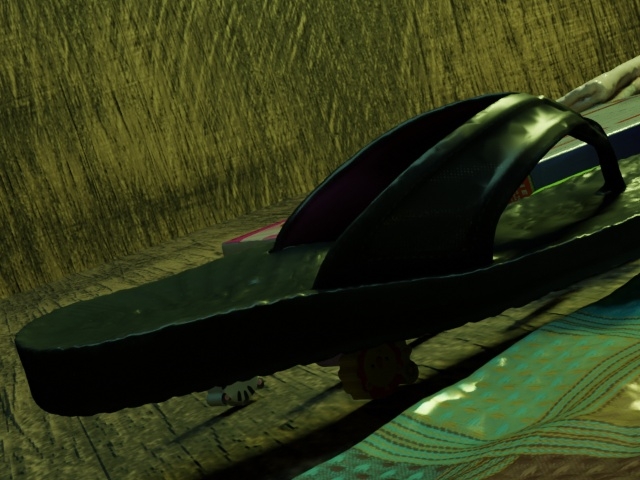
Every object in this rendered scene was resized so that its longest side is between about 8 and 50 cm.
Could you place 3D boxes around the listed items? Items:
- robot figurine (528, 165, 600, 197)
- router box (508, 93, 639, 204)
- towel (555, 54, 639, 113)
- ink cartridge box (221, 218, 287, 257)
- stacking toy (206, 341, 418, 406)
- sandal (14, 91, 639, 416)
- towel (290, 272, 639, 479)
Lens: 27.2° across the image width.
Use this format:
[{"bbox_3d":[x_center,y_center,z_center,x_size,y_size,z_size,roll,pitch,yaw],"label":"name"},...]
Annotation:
[{"bbox_3d":[0.192,-0.015,0.958,0.115,0.067,0.101,-21,-4,-32],"label":"robot figurine"},{"bbox_3d":[0.249,-0.066,1.204,0.335,0.082,0.301,-21,6,-22],"label":"router box"},{"bbox_3d":[0.271,-0.127,1.611,0.332,0.053,0.317,-30,-1,36],"label":"towel"},{"bbox_3d":[0.000,0.000,1.533,0.175,0.069,0.371,-21,3,-20],"label":"ink cartridge box"},{"bbox_3d":[0.044,0.055,0.882,0.221,0.052,0.167,-21,7,-41],"label":"stacking toy"},{"bbox_3d":[0.047,-0.013,0.743,0.445,0.107,0.167,-16,11,-17],"label":"sandal"},{"bbox_3d":[0.182,0.042,0.569,0.271,0.040,0.370,-14,7,46],"label":"towel"}]
